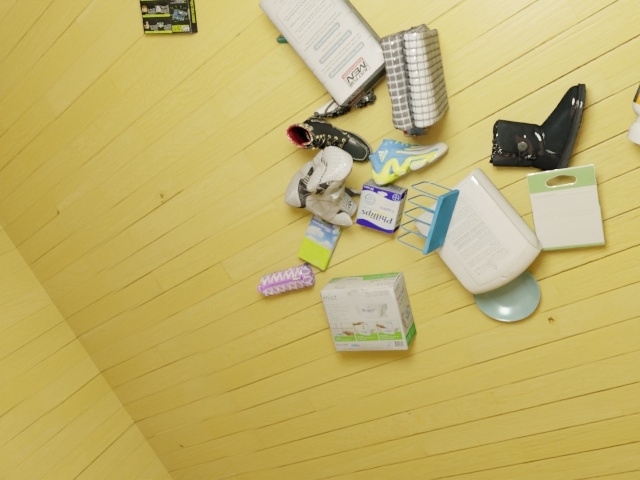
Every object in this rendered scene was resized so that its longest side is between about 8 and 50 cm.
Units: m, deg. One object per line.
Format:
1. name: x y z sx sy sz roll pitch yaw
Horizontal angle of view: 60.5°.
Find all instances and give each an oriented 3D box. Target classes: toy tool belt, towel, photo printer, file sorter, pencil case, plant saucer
1. toy tool belt: 0.272 -0.318 1.582 0.083 0.051 0.052 -4 109 26
2. towel: 0.241 -0.425 1.415 0.121 0.283 0.235 -5 112 22
3. photo printer: 0.452 -0.013 1.569 0.307 0.107 0.256 52 124 9
4. file sorter: 0.294 -0.067 1.519 0.104 0.118 0.170 25 116 29
5. pencil case: -0.118 0.143 1.936 0.206 0.088 0.086 -18 100 31
6. plant saucer: 0.559 0.150 1.654 0.195 0.037 0.195 9 114 21

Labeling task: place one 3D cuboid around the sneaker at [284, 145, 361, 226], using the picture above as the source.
1. sneaker: 0.048 -0.153 1.631 0.210 0.137 0.366 24 160 -20

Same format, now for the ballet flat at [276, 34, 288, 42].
1. ballet flat: -0.077 -0.609 1.635 0.114 0.041 0.041 9 114 21

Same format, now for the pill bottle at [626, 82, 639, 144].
1. pill bottle: 0.820 -0.353 1.250 0.162 0.162 0.278 18 117 17

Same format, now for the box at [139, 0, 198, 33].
1. box: -0.491 -0.759 1.755 0.191 0.045 0.184 7 116 21

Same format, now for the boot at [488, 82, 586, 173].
1. boot: 0.560 -0.295 1.432 0.207 0.094 0.246 12 122 16

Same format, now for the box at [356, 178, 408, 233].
1. box: 0.189 -0.106 1.698 0.126 0.072 0.137 17 118 18

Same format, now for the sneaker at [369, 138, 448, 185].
1. sneaker: 0.244 -0.257 1.600 0.240 0.091 0.126 -25 91 24

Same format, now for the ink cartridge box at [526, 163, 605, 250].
1. ink cartridge box: 0.663 -0.091 1.485 0.171 0.056 0.235 -7 112 28

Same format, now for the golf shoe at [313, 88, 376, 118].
1. golf shoe: 0.065 -0.424 1.629 0.198 0.077 0.094 -16 93 22

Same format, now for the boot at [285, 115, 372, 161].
1. boot: 0.024 -0.290 1.632 0.236 0.178 0.085 31 117 12

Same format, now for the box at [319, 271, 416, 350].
1. box: 0.158 0.239 1.825 0.262 0.127 0.231 -8 107 28

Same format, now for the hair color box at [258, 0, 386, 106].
1. hair color box: 0.023 -0.573 1.516 0.185 0.113 0.374 -40 83 24

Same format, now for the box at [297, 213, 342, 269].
1. box: 0.000 0.000 1.846 0.109 0.042 0.178 28 120 11
